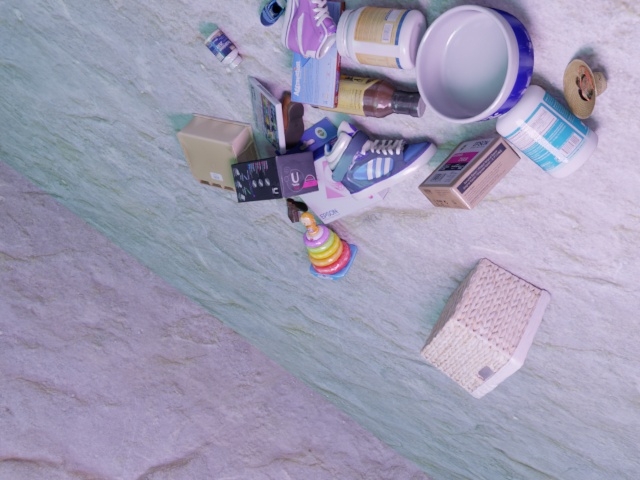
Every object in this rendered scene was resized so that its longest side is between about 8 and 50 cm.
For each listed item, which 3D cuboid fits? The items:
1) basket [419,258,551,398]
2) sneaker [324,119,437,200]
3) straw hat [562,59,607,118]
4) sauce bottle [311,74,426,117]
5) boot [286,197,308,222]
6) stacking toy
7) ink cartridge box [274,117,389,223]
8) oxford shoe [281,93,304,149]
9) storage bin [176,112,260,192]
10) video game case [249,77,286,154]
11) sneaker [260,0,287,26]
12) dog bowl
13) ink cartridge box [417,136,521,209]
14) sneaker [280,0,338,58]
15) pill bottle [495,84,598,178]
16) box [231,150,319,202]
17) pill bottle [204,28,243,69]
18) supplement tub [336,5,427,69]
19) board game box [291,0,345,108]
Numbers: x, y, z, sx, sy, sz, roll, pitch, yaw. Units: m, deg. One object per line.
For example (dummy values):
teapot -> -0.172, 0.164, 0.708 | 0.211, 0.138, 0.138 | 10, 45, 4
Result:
basket -> 0.552, 0.301, 1.979 | 0.267, 0.331, 0.328 | 32, 145, 8
sneaker -> 0.160, -0.280, 1.757 | 0.323, 0.130, 0.236 | -27, 106, 33
straw hat -> 0.631, -0.360, 1.350 | 0.061, 0.144, 0.144 | -18, 133, -2
sauce bottle -> 0.132, -0.410, 1.664 | 0.345, 0.111, 0.111 | 15, 141, 24
boot -> -0.089, -0.104, 2.272 | 0.106, 0.037, 0.114 | 31, 144, 28
stacking toy -> 0.000, 0.000, 2.179 | 0.175, 0.165, 0.301 | 7, 145, 34
ink cartridge box -> 0.019, -0.227, 2.013 | 0.330, 0.071, 0.324 | 45, 144, -17
oxford shoe -> -0.100, -0.393, 1.922 | 0.076, 0.076, 0.212 | 53, 151, 29
storage bin -> -0.369, -0.317, 2.176 | 0.263, 0.123, 0.260 | 16, 142, 25
video game case -> -0.174, -0.411, 1.915 | 0.183, 0.023, 0.201 | 49, 155, 35
sneaker -> -0.135, -0.649, 1.639 | 0.053, 0.059, 0.144 | 43, 145, -16
dog bowl -> 0.360, -0.413, 1.369 | 0.265, 0.104, 0.264 | 17, 113, 46
ink cartridge box -> 0.395, -0.181, 1.572 | 0.088, 0.193, 0.235 | 45, 174, -13
sneaker -> -0.005, -0.612, 1.495 | 0.161, 0.102, 0.282 | 33, 135, 26
pill bottle -> 0.543, -0.285, 1.443 | 0.264, 0.146, 0.146 | 39, 145, -4
box -> -0.160, -0.216, 1.996 | 0.271, 0.165, 0.143 | 0, 102, 49
pill bottle -> -0.304, -0.600, 1.829 | 0.120, 0.067, 0.067 | 46, 144, -16
supplement tub -> 0.156, -0.519, 1.480 | 0.200, 0.144, 0.144 | 16, 141, 25
board game box -> -0.010, -0.521, 1.619 | 0.145, 0.027, 0.281 | 16, 116, 24
